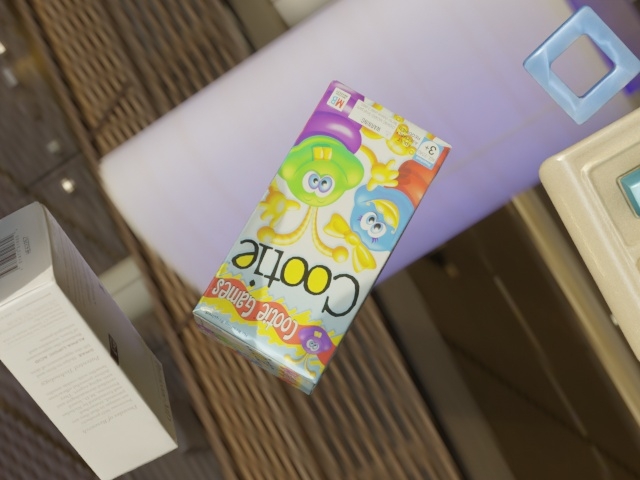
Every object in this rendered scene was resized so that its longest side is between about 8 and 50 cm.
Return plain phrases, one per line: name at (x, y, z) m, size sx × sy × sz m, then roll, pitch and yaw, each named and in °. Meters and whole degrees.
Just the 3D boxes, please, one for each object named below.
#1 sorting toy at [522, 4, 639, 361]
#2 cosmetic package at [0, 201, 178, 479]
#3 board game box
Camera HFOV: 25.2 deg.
sorting toy at (0.281, -0.019, 1.013) m, size 0.348 × 0.196 × 0.047 m, roll 60°, pitch -171°, yaw -11°
cosmetic package at (-0.214, 0.092, 1.246) m, size 0.231 × 0.085 × 0.117 m, roll 59°, pitch -173°, yaw -40°
board game box at (0.000, 0.000, 1.467) m, size 0.142 × 0.275 × 0.144 m, roll 30°, pitch 169°, yaw 3°
